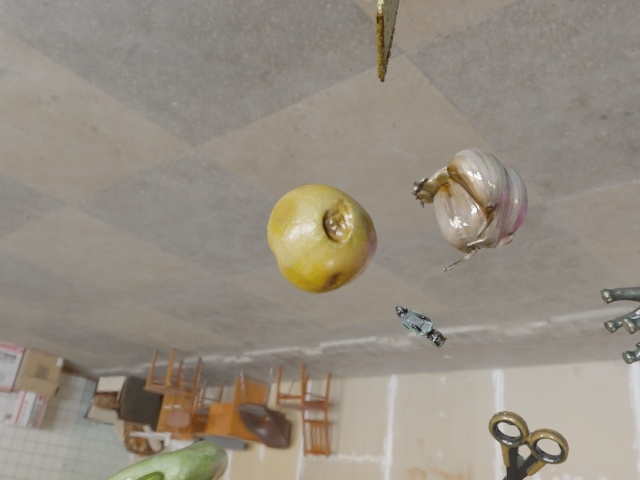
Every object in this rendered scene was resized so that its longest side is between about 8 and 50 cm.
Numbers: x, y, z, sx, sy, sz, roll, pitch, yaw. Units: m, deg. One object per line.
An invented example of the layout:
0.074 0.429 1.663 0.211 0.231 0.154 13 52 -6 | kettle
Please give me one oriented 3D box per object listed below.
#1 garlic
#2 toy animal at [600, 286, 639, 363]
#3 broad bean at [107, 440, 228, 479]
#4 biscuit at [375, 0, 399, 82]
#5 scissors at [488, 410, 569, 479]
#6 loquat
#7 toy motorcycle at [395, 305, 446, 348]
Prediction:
0.241 -0.048 1.120 0.207 0.257 0.207 38 156 21 | garlic
0.495 0.086 0.919 0.137 0.082 0.269 -19 138 1 | toy animal
-0.258 0.406 1.054 0.169 0.100 0.228 -39 163 26 | broad bean
0.092 -0.323 0.803 0.016 0.203 0.144 8 159 10 | biscuit
0.229 0.288 0.743 0.088 0.017 0.220 19 129 22 | scissors
-0.005 -0.002 1.188 0.213 0.213 0.213 7 156 3 | loquat
0.287 0.248 1.847 0.100 0.058 0.173 48 170 -32 | toy motorcycle
